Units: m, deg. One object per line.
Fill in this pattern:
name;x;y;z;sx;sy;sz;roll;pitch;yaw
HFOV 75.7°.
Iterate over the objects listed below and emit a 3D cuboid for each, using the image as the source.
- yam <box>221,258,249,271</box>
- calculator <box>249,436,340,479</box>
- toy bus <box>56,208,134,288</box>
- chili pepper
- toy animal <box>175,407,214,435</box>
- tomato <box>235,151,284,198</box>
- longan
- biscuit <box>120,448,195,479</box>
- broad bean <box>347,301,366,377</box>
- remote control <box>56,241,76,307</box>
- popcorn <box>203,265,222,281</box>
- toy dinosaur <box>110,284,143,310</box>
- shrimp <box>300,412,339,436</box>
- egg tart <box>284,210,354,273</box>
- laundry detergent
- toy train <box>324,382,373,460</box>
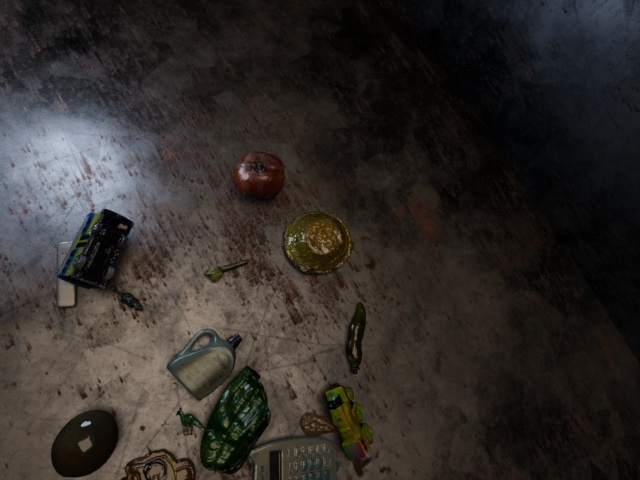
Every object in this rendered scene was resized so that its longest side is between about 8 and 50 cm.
yam;-0.371;0.110;1.815;0.130;0.027;0.033;-16;40;-21
calculator;-0.099;0.922;1.641;0.387;0.054;0.255;4;72;-19
toy bus;-0.858;0.033;1.583;0.138;0.175;0.287;35;61;-41
chili pepper;-0.309;0.687;1.575;0.213;0.167;0.384;24;75;1
toy animal;-0.471;0.696;1.528;0.041;0.217;0.074;18;82;-50
tomato;-0.276;-0.296;1.890;0.232;0.188;0.231;4;60;-7
longan;-0.798;0.692;1.400;0.197;0.196;0.220;39;69;-4
biscuit;-0.603;0.877;1.490;0.291;0.041;0.208;-5;74;-21
broad bean;0.163;0.444;1.874;0.077;0.061;0.338;17;69;-21
remote control;-0.986;0.132;1.602;0.067;0.029;0.260;-3;76;-21
popcorn;-0.458;0.140;1.761;0.083;0.059;0.068;7;71;-8
toy dinosaur;-0.765;0.230;1.630;0.154;0.055;0.049;39;69;-7
shrimp;0.005;0.779;1.731;0.184;0.043;0.091;11;77;-9
egg tart;-0.001;0.000;1.921;0.342;0.132;0.341;5;73;-16
laundry detergent;-0.439;0.466;1.638;0.215;0.105;0.280;45;67;1
toy train;0.115;0.745;1.710;0.296;0.101;0.161;63;23;7
